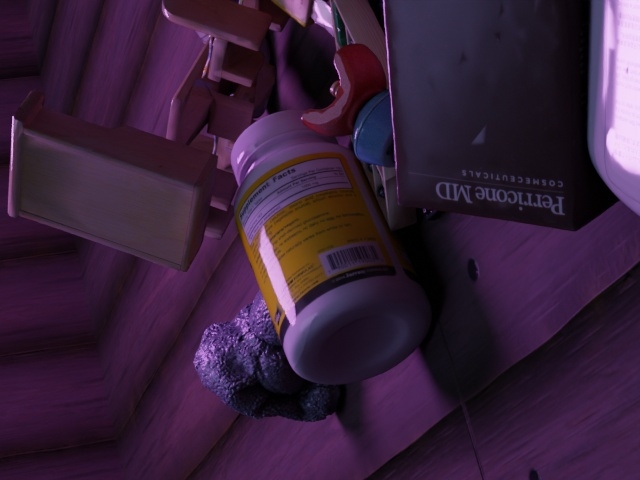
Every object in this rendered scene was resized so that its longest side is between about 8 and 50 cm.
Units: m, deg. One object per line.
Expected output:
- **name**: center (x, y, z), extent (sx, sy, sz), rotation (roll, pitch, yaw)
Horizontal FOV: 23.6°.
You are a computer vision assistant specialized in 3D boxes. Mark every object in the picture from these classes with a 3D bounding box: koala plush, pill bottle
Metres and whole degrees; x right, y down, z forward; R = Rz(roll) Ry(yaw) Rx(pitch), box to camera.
- **koala plush**: center (-0.056, 0.126, 2.164), extent (0.221, 0.203, 0.196), rotation (-61, 41, 41)
- **pill bottle**: center (0.000, 0.000, 1.931), extent (0.188, 0.188, 0.334), rotation (106, 150, -47)

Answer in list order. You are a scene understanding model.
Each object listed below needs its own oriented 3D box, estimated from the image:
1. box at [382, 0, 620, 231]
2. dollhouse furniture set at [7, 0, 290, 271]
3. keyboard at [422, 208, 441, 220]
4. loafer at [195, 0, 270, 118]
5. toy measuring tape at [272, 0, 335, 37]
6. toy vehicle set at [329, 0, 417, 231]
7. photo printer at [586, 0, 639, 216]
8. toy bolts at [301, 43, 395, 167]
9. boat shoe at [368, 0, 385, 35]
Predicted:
- **box**: center (0.162, -0.215, 1.335), extent (0.191, 0.143, 0.381), rotation (9, 117, 35)
- **dollhouse furniture set**: center (-0.226, -0.174, 2.091), extent (0.394, 0.256, 0.362), rotation (-67, -6, -46)
- **keyboard**: center (0.115, -0.114, 1.817), extent (0.108, 0.023, 0.180), rotation (127, 133, -63)
- **loafer**: center (-0.153, -0.336, 2.315), extent (0.112, 0.111, 0.319), rotation (-15, 88, 63)
- **toy measuring tape**: center (0.014, -0.320, 1.951), extent (0.330, 0.121, 0.121), rotation (42, 141, 27)
- **toy vehicle set**: center (0.063, -0.156, 1.800), extent (0.267, 0.035, 0.166), rotation (80, 171, -52)
- **photo printer**: center (0.302, -0.145, 1.172), extent (0.256, 0.107, 0.307), rotation (-147, 52, -64)
- **toy bolts**: center (0.122, -0.137, 1.566), extent (0.158, 0.228, 0.218), rotation (41, 119, 28)
- **boat shoe**: center (0.093, -0.306, 1.714), extent (0.083, 0.065, 0.183), rotation (42, 128, 54)
